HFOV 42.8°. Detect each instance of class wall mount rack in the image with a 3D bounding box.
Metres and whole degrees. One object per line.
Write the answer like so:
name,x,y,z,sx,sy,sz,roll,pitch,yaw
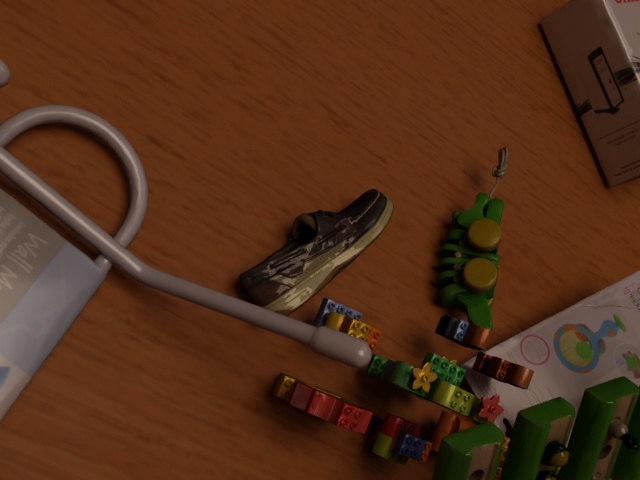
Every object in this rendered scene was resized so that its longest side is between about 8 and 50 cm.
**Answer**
wall mount rack,-0.153,0.067,0.444,0.304,0.130,0.350,41,56,-16

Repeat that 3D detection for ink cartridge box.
ink cartridge box,0.351,-0.178,0.903,0.148,0.086,0.203,-16,83,-38

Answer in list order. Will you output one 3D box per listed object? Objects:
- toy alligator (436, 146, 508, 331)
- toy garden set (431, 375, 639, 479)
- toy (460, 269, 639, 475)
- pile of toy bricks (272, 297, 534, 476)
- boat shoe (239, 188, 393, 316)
toy alligator,0.132,-0.002,0.716,0.051,0.056,0.190,6,64,11
toy garden set,0.181,0.208,0.608,0.244,0.049,0.204,-10,121,-31
toy,0.244,0.128,0.731,0.237,0.056,0.137,-23,74,-20
pile of toy bricks,0.084,0.110,0.588,0.212,0.105,0.118,25,82,-24
boat shoe,0.000,0.000,0.619,0.152,0.056,0.049,-45,106,-36
